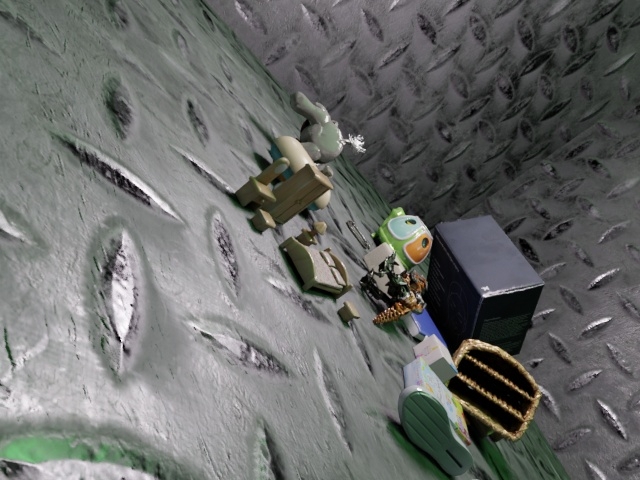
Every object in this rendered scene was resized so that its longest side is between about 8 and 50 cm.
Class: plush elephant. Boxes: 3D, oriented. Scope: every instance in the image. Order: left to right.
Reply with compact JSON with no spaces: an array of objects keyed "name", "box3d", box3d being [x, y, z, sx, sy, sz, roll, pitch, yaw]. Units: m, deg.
[{"name":"plush elephant","box3d":[-0.028,-0.357,1.955,0.330,0.255,0.271,12,76,-20]}]

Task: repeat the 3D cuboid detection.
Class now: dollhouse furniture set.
[{"name":"dollhouse furniture set","box3d":[0.000,0.000,1.282,0.355,0.174,0.303,59,16,24]},{"name":"dollhouse furniture set","box3d":[0.586,0.663,1.880,0.151,0.123,0.144,-9,56,-34]}]

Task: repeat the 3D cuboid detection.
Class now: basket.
[{"name":"basket","box3d":[0.577,0.481,1.745,0.299,0.213,0.223,35,9,13]}]

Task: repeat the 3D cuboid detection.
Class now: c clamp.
[{"name":"c clamp","box3d":[0.162,-0.023,2.181,0.160,0.022,0.137,53,19,-8]}]

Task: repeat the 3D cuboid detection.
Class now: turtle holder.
[{"name":"turtle holder","box3d":[0.398,-0.007,2.461,0.243,0.227,0.320,50,15,-9]}]

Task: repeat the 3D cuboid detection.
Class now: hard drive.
[{"name":"hard drive","box3d":[0.383,0.311,2.040,0.319,0.040,0.210,34,24,-53]}]

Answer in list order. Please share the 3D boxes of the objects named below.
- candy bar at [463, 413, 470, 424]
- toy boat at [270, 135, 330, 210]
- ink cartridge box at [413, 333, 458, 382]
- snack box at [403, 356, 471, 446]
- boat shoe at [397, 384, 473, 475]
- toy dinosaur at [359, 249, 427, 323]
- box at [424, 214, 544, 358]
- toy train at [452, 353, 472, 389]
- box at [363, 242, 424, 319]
[{"name":"candy bar","box3d":[0.442,0.555,1.693,0.161,0.018,0.040,43,18,-33]},{"name":"toy boat","box3d":[-0.078,-0.187,1.595,0.267,0.148,0.318,55,6,-13]},{"name":"ink cartridge box","box3d":[0.376,0.391,1.724,0.092,0.090,0.143,48,14,-20]},{"name":"snack box","box3d":[0.318,0.451,1.438,0.207,0.070,0.174,49,15,-8]},{"name":"boat shoe","box3d":[0.260,0.446,1.245,0.302,0.109,0.094,57,-4,-25]},{"name":"toy dinosaur","box3d":[0.252,0.165,1.684,0.218,0.164,0.322,48,17,2]},{"name":"box","box3d":[0.714,0.223,2.375,0.479,0.298,0.471,-110,-168,-47]},{"name":"toy train","box3d":[0.640,0.566,2.092,0.190,0.142,0.334,61,9,-22]},{"name":"box","box3d":[0.268,0.147,1.922,0.094,0.113,0.275,39,21,-48]}]
